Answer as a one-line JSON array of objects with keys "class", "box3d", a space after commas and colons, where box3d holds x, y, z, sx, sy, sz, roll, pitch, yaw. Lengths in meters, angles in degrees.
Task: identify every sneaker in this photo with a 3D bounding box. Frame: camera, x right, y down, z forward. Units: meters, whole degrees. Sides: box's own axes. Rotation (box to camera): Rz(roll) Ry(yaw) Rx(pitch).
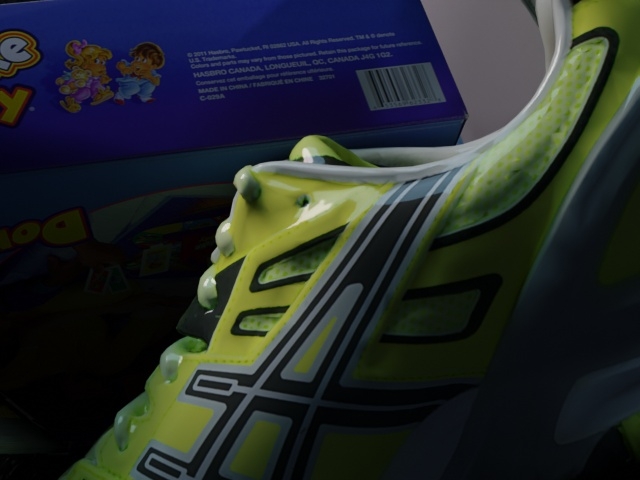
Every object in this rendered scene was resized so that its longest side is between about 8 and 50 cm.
[{"class": "sneaker", "box3d": [-0.002, 0.050, 0.561, 0.384, 0.147, 0.145, -34, 0, 7]}]

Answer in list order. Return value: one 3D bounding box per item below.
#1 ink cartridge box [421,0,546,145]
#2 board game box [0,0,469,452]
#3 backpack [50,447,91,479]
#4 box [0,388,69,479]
[{"class": "ink cartridge box", "box3d": [0.092, -0.140, 0.794, 0.198, 0.197, 0.270, -31, -2, -25]}, {"class": "board game box", "box3d": [-0.138, 0.013, 0.645, 0.347, 0.078, 0.233, -8, -32, -17]}, {"class": "backpack", "box3d": [-0.116, 0.140, 0.671, 0.120, 0.101, 0.098, -8, -17, -17]}, {"class": "box", "box3d": [-0.194, 0.141, 0.530, 0.231, 0.056, 0.183, -51, -7, -4]}]
